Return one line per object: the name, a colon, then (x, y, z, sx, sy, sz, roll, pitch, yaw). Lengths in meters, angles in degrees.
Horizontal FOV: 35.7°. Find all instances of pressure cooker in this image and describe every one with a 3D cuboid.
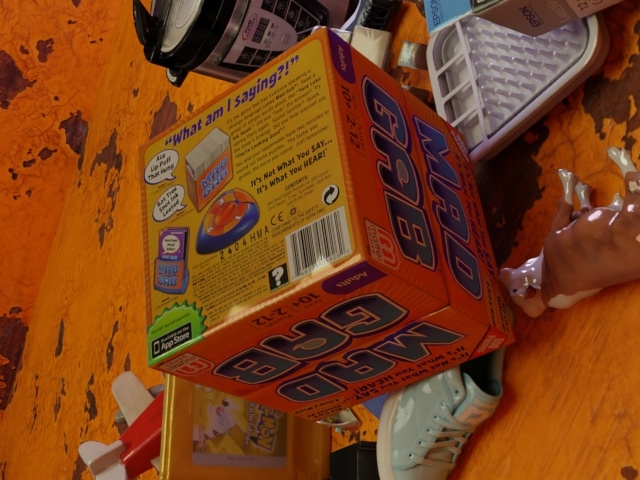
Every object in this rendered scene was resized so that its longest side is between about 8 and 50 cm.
pressure cooker: (-0.173, -0.502, 2.048, 0.375, 0.420, 0.369, -23, 59, 55)

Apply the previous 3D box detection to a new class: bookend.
bookend: (0.073, 0.417, 1.628, 0.157, 0.072, 0.156, 132, 141, -63)

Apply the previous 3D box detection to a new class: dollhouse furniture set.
dollhouse furniture set: (0.078, -0.351, 1.720, 0.212, 0.161, 0.242, 18, 102, 29)

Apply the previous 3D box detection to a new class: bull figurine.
bull figurine: (0.355, -0.006, 1.283, 0.310, 0.101, 0.188, -20, 62, 57)

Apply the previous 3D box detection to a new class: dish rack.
dish rack: (0.299, -0.289, 1.507, 0.333, 0.072, 0.285, -44, 44, 46)

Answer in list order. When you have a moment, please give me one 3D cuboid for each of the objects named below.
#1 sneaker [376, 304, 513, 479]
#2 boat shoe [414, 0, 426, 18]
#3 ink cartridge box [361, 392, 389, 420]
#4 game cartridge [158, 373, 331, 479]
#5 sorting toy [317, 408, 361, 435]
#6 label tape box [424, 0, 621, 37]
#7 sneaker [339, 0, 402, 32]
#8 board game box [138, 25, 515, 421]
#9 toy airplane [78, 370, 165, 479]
sneaker: (0.188, 0.241, 1.460, 0.150, 0.135, 0.365, 21, 100, 63)
boat shoe: (0.196, -0.422, 1.679, 0.064, 0.060, 0.178, -47, 11, 33)
ink cartridge box: (0.035, 0.095, 1.702, 0.330, 0.071, 0.324, 39, 118, 31)
game cartridge: (-0.126, 0.305, 1.792, 0.053, 0.324, 0.285, -27, 58, 58)
sorting toy: (0.020, 0.317, 1.786, 0.083, 0.075, 0.045, 49, 122, 55)
label tape box: (0.309, -0.422, 1.359, 0.348, 0.115, 0.249, -20, 59, 30)
sneaker: (0.098, -0.381, 1.859, 0.226, 0.086, 0.163, 125, 153, -50)
board game box: (0.000, 0.000, 1.397, 0.357, 0.356, 0.356, -27, 55, 29)
toy airplane: (-0.317, 0.431, 2.141, 0.384, 0.272, 0.386, -13, 50, 25)
